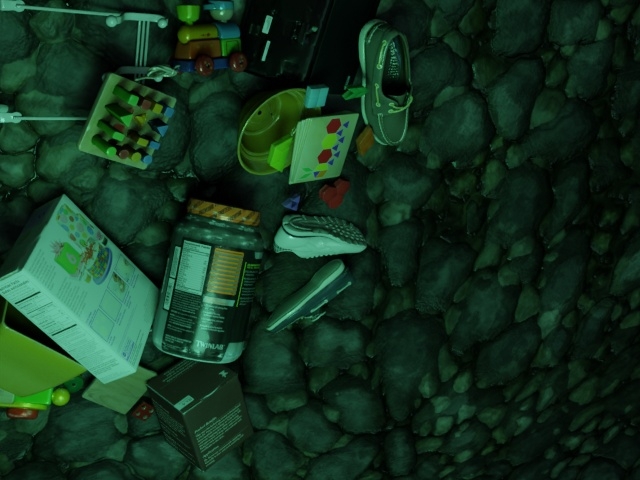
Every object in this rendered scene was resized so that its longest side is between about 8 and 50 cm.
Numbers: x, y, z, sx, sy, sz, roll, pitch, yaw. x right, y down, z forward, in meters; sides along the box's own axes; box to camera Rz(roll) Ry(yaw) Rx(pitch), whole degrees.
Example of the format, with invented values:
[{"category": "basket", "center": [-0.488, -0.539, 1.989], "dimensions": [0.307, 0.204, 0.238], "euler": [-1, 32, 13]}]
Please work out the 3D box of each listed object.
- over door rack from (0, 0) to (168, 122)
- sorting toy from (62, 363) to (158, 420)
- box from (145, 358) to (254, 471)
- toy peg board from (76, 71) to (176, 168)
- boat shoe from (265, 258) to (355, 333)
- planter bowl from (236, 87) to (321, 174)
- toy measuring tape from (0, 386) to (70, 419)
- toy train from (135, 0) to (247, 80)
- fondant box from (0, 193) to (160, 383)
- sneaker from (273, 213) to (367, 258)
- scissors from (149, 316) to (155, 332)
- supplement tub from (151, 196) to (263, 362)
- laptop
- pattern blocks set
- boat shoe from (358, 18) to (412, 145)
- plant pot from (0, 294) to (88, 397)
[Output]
[{"category": "over door rack", "center": [-0.462, -0.329, 1.543], "dimensions": [0.324, 0.108, 0.239], "euler": [1, 115, -23]}, {"category": "sorting toy", "center": [-0.480, 0.342, 1.930], "dimensions": [0.132, 0.046, 0.274], "euler": [-48, 130, 7]}, {"category": "box", "center": [-0.292, 0.412, 1.952], "dimensions": [0.168, 0.167, 0.203], "euler": [-32, 127, -32]}, {"category": "toy peg board", "center": [-0.360, -0.218, 1.552], "dimensions": [0.160, 0.079, 0.161], "euler": [16, 105, -48]}, {"category": "boat shoe", "center": [-0.025, 0.153, 1.999], "dimensions": [0.254, 0.095, 0.079], "euler": [-42, 113, -8]}, {"category": "planter bowl", "center": [-0.110, -0.255, 1.722], "dimensions": [0.217, 0.090, 0.217], "euler": [-30, 147, -22]}, {"category": "toy measuring tape", "center": [-0.733, 0.345, 1.810], "dimensions": [0.330, 0.121, 0.121], "euler": [5, 116, -5]}, {"category": "toy train", "center": [-0.259, -0.394, 1.558], "dimensions": [0.248, 0.105, 0.143], "euler": [-19, 113, -44]}, {"category": "fondant box", "center": [-0.493, 0.103, 1.668], "dimensions": [0.096, 0.238, 0.330], "euler": [-22, 125, 23]}, {"category": "sneaker", "center": [0.000, 0.000, 1.940], "dimensions": [0.235, 0.090, 0.095], "euler": [10, 125, -23]}, {"category": "scissors", "center": [-0.511, 0.191, 1.859], "dimensions": [0.297, 0.021, 0.109], "euler": [-10, 121, -16]}, {"category": "supplement tub", "center": [-0.243, 0.084, 1.765], "dimensions": [0.207, 0.207, 0.338], "euler": [11, 92, -27]}, {"category": "laptop", "center": [-0.030, -0.451, 1.716], "dimensions": [0.264, 0.136, 0.234], "euler": [18, 110, -2]}, {"category": "pattern blocks set", "center": [0.003, -0.206, 1.788], "dimensions": [0.285, 0.026, 0.325], "euler": [-5, 130, -42]}, {"category": "boat shoe", "center": [0.155, -0.340, 1.796], "dimensions": [0.109, 0.091, 0.305], "euler": [-27, 128, -22]}, {"category": "plant pot", "center": [-0.633, 0.209, 1.715], "dimensions": [0.187, 0.212, 0.212], "euler": [-40, 125, 18]}]
